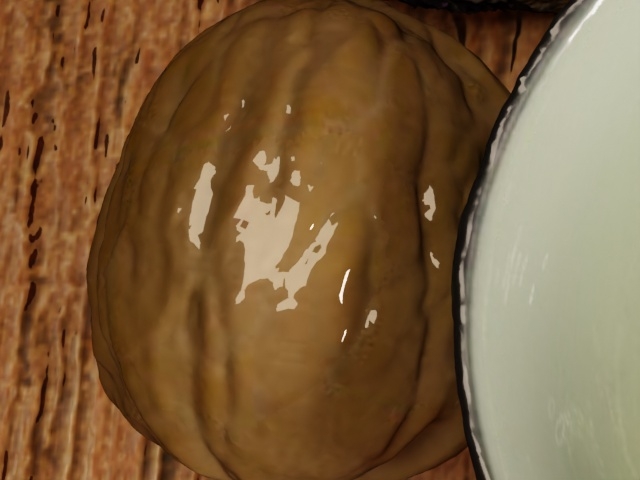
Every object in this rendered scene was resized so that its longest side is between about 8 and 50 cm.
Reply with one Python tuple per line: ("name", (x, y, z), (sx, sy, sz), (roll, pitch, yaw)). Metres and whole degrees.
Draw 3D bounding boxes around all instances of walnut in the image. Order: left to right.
("walnut", (0.000, 0.000, 0.666), (0.213, 0.213, 0.213), (-6, 72, 19))

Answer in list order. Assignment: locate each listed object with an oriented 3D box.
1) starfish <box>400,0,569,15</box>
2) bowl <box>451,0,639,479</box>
("starfish", (0.038, -0.134, 0.717), (0.238, 0.216, 0.071), (-8, 56, 58))
("bowl", (0.237, 0.038, 0.567), (0.354, 0.185, 0.353), (-5, 73, 18))
